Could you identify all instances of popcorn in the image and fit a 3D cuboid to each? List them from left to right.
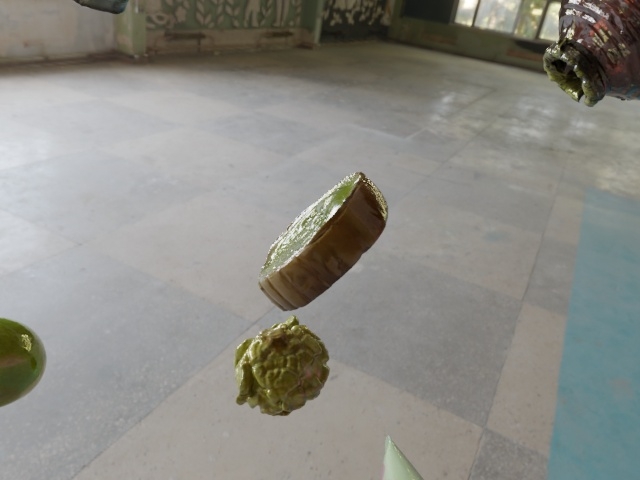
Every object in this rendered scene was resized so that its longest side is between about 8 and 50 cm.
[{"bbox_3d":[-0.095,0.286,1.193,0.235,0.181,0.216,-16,67,-18],"label":"popcorn"}]

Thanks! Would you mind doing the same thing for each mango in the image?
[{"bbox_3d":[-0.554,0.190,0.792,0.186,0.148,0.273,4,-1,21],"label":"mango"}]

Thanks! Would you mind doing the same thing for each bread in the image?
[{"bbox_3d":[0.000,0.000,0.749,0.070,0.236,0.236,44,26,-11],"label":"bread"}]

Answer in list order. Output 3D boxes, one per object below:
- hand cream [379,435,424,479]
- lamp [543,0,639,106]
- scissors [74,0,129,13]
[{"bbox_3d":[0.067,0.205,0.251,0.093,0.147,0.306,0,-7,-4],"label":"hand cream"},{"bbox_3d":[0.469,-0.318,0.803,0.247,0.246,0.247,8,28,-4],"label":"lamp"},{"bbox_3d":[-0.234,-0.221,0.203,0.447,0.029,0.192,40,46,8],"label":"scissors"}]
